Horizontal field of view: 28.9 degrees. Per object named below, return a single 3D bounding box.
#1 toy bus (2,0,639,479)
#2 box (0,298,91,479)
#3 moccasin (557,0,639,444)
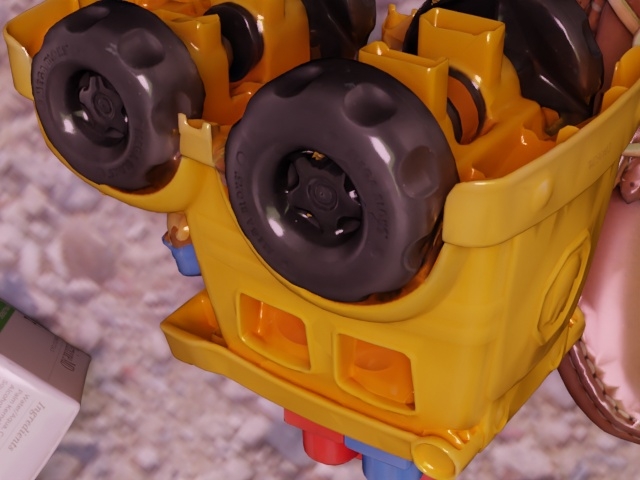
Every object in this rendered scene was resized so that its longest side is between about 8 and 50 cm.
[{"bbox_3d":[0.000,0.000,0.491,0.220,0.149,0.211,20,127,28],"label":"toy bus"},{"bbox_3d":[-0.156,0.074,0.499,0.087,0.101,0.102,35,90,-10],"label":"box"},{"bbox_3d":[0.171,-0.100,0.504,0.139,0.147,0.380,14,93,-9],"label":"moccasin"}]
